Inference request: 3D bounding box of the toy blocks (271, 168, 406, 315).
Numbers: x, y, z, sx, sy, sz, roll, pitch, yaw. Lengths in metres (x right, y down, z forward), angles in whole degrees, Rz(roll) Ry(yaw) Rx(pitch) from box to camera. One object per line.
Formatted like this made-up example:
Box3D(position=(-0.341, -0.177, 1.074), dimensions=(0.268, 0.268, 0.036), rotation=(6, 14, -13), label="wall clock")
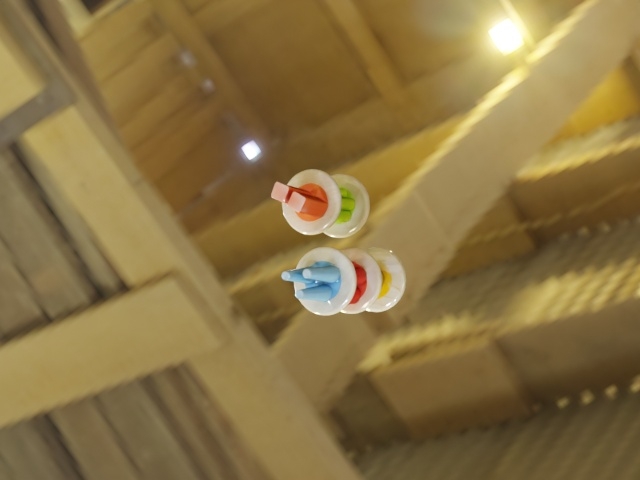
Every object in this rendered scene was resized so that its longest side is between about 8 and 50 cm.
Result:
Box3D(position=(0.000, 0.000, 1.277), dimensions=(0.054, 0.123, 0.148), rotation=(-31, 166, 21), label="toy blocks")
